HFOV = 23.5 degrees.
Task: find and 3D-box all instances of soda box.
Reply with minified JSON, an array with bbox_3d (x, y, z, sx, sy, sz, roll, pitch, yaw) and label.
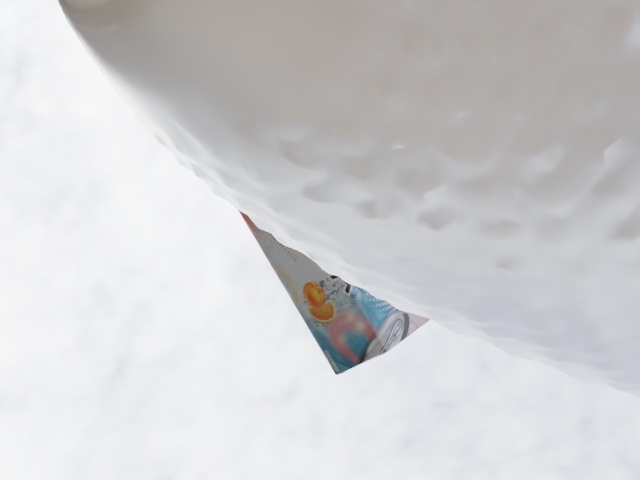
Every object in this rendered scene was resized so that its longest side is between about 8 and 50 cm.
[{"bbox_3d":[0.000,0.000,1.105,0.058,0.063,0.183,-31,-89,44],"label":"soda box"}]

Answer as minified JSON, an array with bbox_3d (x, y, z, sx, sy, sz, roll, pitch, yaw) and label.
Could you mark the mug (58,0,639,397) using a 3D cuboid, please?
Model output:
[{"bbox_3d":[0.097,-0.144,0.588,0.276,0.328,0.374,35,-78,55],"label":"mug"}]
